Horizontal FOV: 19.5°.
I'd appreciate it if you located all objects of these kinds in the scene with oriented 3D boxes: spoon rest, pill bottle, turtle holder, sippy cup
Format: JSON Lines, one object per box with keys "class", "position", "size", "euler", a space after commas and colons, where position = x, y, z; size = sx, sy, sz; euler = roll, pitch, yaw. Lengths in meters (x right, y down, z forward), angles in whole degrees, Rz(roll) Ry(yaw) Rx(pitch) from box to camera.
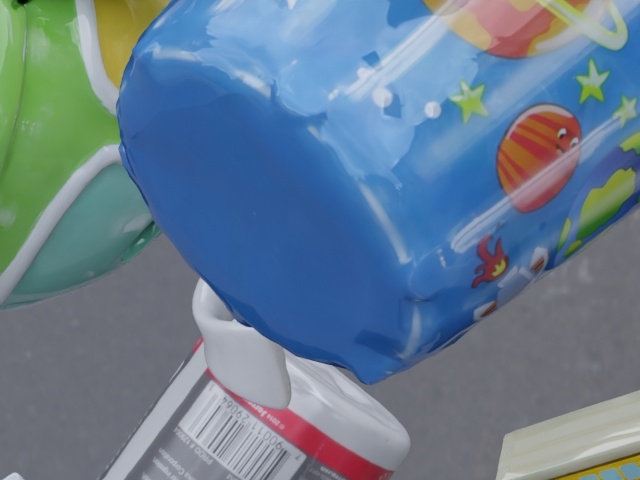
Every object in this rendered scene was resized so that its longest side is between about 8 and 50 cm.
{"class": "spoon rest", "position": [0.000, 0.000, 1.137], "size": [0.084, 0.137, 0.276], "euler": [4, 31, 27]}
{"class": "pill bottle", "position": [-0.092, 0.222, 1.377], "size": [0.176, 0.176, 0.318], "euler": [39, 94, 38]}
{"class": "turtle holder", "position": [-0.175, -0.106, 1.129], "size": [0.227, 0.320, 0.243], "euler": [8, 22, -33]}
{"class": "sippy cup", "position": [0.046, -0.070, 0.766], "size": [0.240, 0.305, 0.224], "euler": [17, 50, 44]}

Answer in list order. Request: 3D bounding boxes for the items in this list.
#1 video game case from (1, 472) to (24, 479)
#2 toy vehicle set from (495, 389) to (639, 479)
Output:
{"class": "video game case", "position": [-0.315, 0.259, 1.358], "size": [0.183, 0.201, 0.023], "euler": [-32, 80, -41]}
{"class": "toy vehicle set", "position": [0.239, 0.122, 0.895], "size": [0.267, 0.166, 0.035], "euler": [-22, 32, 30]}
